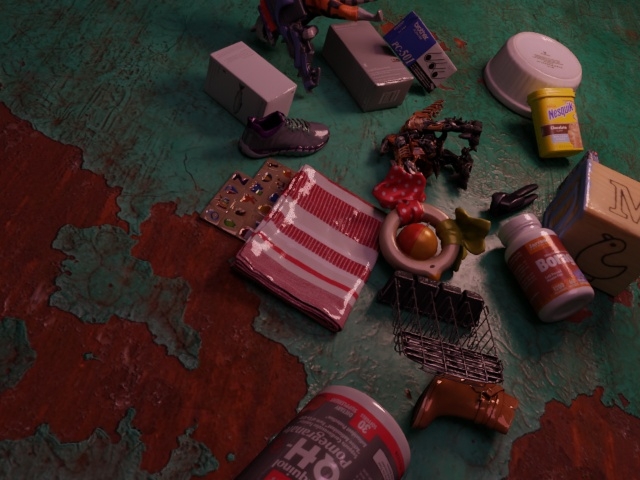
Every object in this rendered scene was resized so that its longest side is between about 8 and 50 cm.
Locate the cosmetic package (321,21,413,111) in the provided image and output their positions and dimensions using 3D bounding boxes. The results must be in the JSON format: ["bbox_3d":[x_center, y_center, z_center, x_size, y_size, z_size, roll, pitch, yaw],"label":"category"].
[{"bbox_3d":[0.115,-0.446,1.655,0.127,0.107,0.238,-18,64,-28],"label":"cosmetic package"}]

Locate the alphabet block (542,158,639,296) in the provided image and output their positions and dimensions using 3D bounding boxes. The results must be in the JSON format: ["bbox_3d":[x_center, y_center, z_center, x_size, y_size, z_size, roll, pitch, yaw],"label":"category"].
[{"bbox_3d":[0.630,-0.029,1.456,0.197,0.192,0.193,25,50,1],"label":"alphabet block"}]

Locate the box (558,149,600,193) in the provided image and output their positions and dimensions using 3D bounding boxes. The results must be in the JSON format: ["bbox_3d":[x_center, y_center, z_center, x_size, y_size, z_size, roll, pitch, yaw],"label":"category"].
[{"bbox_3d":[0.627,-0.139,1.577,0.027,0.137,0.094,18,49,-6],"label":"box"}]

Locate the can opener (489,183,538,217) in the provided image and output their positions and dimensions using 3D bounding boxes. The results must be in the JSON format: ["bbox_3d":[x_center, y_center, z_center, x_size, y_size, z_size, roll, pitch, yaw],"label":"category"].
[{"bbox_3d":[0.461,-0.093,1.534,0.073,0.059,0.186,26,31,38],"label":"can opener"}]

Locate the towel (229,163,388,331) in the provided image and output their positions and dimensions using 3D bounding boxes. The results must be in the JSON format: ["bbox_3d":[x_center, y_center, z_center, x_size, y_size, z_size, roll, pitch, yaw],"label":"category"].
[{"bbox_3d":[0.000,0.000,1.282,0.237,0.037,0.329,32,48,0],"label":"towel"}]

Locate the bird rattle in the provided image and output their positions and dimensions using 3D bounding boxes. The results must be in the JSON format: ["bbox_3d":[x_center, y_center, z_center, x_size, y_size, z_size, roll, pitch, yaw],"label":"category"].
[{"bbox_3d":[0.205,-0.025,1.315,0.253,0.143,0.207,34,62,1],"label":"bird rattle"}]

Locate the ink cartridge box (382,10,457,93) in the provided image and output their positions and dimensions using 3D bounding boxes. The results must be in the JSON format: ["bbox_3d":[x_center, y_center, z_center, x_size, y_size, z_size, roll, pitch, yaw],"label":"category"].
[{"bbox_3d":[0.257,-0.477,1.666,0.207,0.097,0.046,38,20,-42],"label":"ink cartridge box"}]

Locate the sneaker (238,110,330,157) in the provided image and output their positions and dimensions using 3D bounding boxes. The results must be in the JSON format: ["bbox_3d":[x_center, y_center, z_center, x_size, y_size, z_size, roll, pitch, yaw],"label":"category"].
[{"bbox_3d":[-0.066,-0.239,1.418,0.223,0.098,0.083,-16,60,-30],"label":"sneaker"}]

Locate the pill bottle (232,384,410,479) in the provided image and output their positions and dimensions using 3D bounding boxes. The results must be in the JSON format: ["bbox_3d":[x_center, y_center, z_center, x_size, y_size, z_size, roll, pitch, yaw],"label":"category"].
[{"bbox_3d":[-0.029,0.361,0.890,0.176,0.176,0.318,40,49,13],"label":"pill bottle"}]

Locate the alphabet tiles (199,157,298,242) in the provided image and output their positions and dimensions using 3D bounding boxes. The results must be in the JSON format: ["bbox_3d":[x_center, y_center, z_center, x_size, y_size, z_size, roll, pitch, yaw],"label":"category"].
[{"bbox_3d":[-0.104,-0.075,1.330,0.198,0.009,0.237,28,48,3],"label":"alphabet tiles"}]

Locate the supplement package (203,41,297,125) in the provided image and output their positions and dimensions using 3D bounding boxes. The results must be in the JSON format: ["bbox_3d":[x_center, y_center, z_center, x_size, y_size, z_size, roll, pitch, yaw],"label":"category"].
[{"bbox_3d":[-0.159,-0.342,1.462,0.179,0.105,0.105,40,49,14],"label":"supplement package"}]

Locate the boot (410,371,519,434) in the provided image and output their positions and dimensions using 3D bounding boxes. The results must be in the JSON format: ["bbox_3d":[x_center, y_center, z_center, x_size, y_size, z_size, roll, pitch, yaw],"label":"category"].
[{"bbox_3d":[0.253,0.289,1.123,0.152,0.073,0.197,36,46,14],"label":"boot"}]

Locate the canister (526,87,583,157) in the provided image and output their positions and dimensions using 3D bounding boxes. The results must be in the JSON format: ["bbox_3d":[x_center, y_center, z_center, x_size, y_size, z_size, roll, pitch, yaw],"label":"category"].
[{"bbox_3d":[0.620,-0.308,1.713,0.126,0.073,0.170,-5,82,-21],"label":"canister"}]

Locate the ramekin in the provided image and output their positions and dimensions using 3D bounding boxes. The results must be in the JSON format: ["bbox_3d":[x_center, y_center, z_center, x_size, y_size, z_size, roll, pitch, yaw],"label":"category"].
[{"bbox_3d":[0.614,-0.478,1.856,0.272,0.127,0.273,11,49,-13],"label":"ramekin"}]

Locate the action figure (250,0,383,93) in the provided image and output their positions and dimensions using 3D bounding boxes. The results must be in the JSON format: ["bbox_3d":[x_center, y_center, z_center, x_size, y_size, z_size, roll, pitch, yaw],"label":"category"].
[{"bbox_3d":[-0.008,-0.536,1.595,0.178,0.330,0.342,-28,106,-71],"label":"action figure"}]

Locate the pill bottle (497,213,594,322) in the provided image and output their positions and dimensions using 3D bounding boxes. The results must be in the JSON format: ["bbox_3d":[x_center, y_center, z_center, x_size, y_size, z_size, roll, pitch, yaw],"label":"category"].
[{"bbox_3d":[0.465,0.053,1.368,0.121,0.121,0.216,-7,56,-26],"label":"pill bottle"}]

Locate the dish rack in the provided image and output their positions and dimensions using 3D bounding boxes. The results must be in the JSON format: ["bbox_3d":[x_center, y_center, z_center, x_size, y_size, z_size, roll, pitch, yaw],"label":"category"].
[{"bbox_3d":[0.215,0.163,1.164,0.208,0.074,0.272,16,30,-7],"label":"dish rack"}]

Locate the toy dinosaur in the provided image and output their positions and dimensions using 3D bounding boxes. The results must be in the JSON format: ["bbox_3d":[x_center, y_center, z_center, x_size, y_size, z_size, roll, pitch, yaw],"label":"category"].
[{"bbox_3d":[0.256,-0.234,1.515,0.218,0.164,0.322,13,69,11],"label":"toy dinosaur"}]
